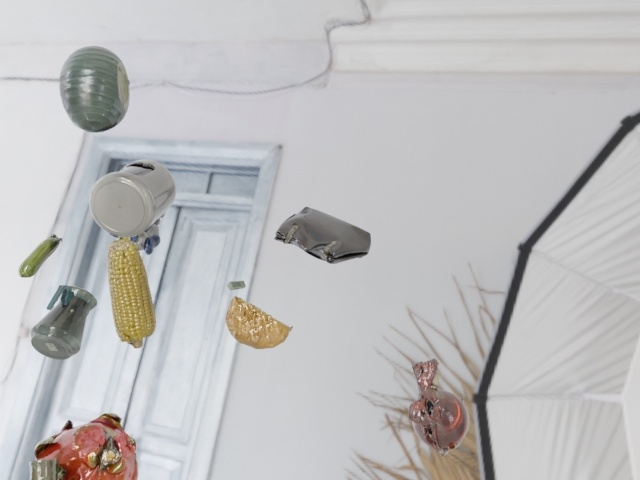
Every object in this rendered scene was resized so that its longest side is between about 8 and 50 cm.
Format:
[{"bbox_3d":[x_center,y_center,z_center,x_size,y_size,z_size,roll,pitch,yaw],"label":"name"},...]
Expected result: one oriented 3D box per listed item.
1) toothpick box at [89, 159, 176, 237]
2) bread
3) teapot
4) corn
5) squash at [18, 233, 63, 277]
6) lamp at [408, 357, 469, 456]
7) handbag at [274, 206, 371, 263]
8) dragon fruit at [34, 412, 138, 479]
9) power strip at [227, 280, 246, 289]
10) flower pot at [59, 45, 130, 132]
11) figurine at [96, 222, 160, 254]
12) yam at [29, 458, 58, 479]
[{"bbox_3d":[-0.602,-0.144,1.950,0.228,0.229,0.316,11,20,2],"label":"toothpick box"},{"bbox_3d":[-0.222,0.295,2.006,0.228,0.140,0.143,30,0,3],"label":"bread"},{"bbox_3d":[-0.880,0.268,2.002,0.170,0.225,0.203,3,-45,8],"label":"teapot"},{"bbox_3d":[-0.540,0.155,1.654,0.119,0.322,0.119,-6,17,2],"label":"corn"},{"bbox_3d":[-0.823,0.042,1.716,0.052,0.183,0.052,10,-49,12],"label":"squash"},{"bbox_3d":[0.316,0.447,1.546,0.150,0.215,0.223,-4,-46,13],"label":"lamp"},{"bbox_3d":[0.000,0.000,2.175,0.342,0.152,0.288,22,18,21],"label":"handbag"},{"bbox_3d":[-0.674,0.638,1.719,0.305,0.226,0.305,20,16,-6],"label":"dragon fruit"},{"bbox_3d":[-0.280,0.149,1.955,0.017,0.027,0.083,-29,-14,31],"label":"power strip"},{"bbox_3d":[-0.608,-0.410,1.583,0.157,0.243,0.189,-7,-20,1],"label":"flower pot"},{"bbox_3d":[-0.680,-0.065,2.140,0.283,0.205,0.338,40,2,-46],"label":"figurine"},{"bbox_3d":[-0.699,0.641,1.479,0.068,0.170,0.068,-8,-14,-2],"label":"yam"}]
